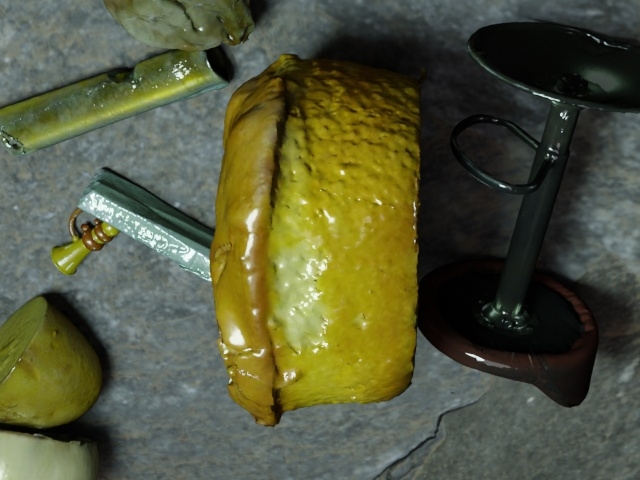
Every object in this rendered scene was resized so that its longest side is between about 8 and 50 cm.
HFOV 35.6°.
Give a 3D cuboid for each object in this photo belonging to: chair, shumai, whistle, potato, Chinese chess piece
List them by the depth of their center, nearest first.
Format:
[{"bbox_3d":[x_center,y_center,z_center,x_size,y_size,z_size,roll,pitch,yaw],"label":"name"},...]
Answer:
[{"bbox_3d":[-0.165,-0.299,1.023,0.183,0.185,0.218,-5,105,8],"label":"shumai"},{"bbox_3d":[0.231,-0.009,1.083,0.226,0.226,0.401,12,121,7],"label":"chair"},{"bbox_3d":[-0.261,-0.169,1.210,0.326,0.057,0.068,-15,113,21],"label":"whistle"},{"bbox_3d":[-0.311,-0.008,1.333,0.109,0.057,0.046,-38,149,20],"label":"whistle"},{"bbox_3d":[-0.381,0.188,1.387,0.158,0.178,0.203,34,109,-25],"label":"potato"},{"bbox_3d":[-0.446,0.315,1.422,0.257,0.257,0.104,8,79,9],"label":"Chinese chess piece"}]

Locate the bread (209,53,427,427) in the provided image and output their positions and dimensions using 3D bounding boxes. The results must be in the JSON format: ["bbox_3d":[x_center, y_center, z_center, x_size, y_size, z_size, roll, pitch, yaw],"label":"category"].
[{"bbox_3d":[0.000,0.000,1.066,0.215,0.398,0.398,1,119,3],"label":"bread"}]

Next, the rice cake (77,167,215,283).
[{"bbox_3d":[-0.201,-0.015,1.267,0.226,0.085,0.040,30,114,-4],"label":"rice cake"}]
